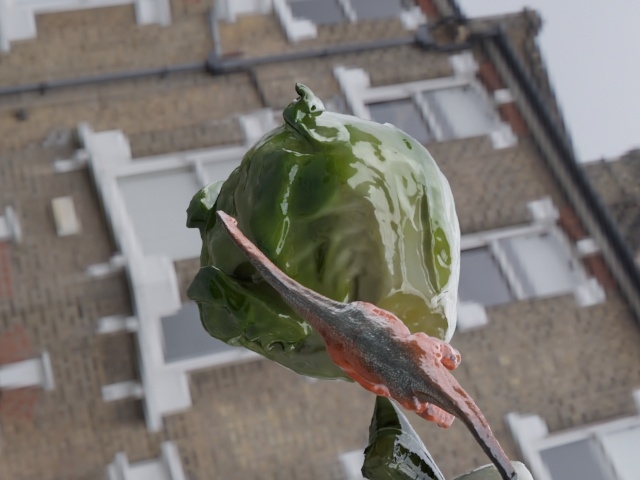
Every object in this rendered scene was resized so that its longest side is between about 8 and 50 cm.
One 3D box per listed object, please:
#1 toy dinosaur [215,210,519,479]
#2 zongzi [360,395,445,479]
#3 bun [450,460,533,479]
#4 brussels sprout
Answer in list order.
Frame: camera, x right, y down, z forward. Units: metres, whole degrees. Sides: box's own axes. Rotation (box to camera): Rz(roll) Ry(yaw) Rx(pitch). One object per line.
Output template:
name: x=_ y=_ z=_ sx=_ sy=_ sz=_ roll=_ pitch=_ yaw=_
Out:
toy dinosaur: x=0.032 y=0.065 z=0.955 sx=0.280 sy=0.055 sz=0.101 roll=33 pitch=-4 yaw=35
zongzi: x=0.084 y=0.204 z=1.387 sx=0.104 sy=0.052 sz=0.113 roll=48 pitch=22 yaw=-22
bun: x=0.209 y=0.340 z=1.827 sx=0.138 sy=0.138 sz=0.094 roll=112 pitch=-39 yaw=-54
brussels sprout: x=0.000 y=0.002 z=1.424 sx=0.294 sy=0.227 sz=0.259 roll=49 pitch=-58 yaw=34
